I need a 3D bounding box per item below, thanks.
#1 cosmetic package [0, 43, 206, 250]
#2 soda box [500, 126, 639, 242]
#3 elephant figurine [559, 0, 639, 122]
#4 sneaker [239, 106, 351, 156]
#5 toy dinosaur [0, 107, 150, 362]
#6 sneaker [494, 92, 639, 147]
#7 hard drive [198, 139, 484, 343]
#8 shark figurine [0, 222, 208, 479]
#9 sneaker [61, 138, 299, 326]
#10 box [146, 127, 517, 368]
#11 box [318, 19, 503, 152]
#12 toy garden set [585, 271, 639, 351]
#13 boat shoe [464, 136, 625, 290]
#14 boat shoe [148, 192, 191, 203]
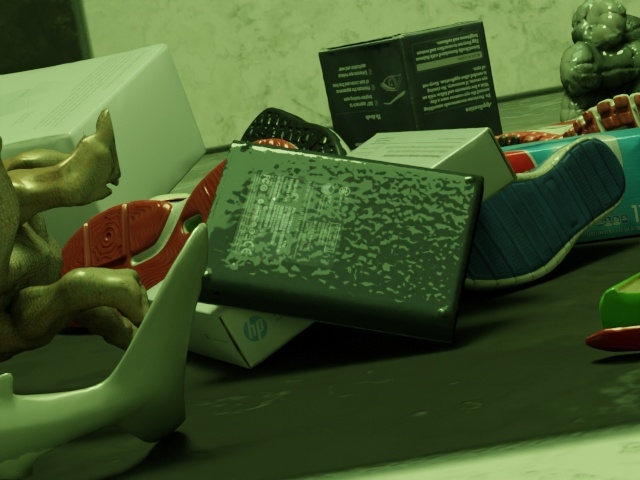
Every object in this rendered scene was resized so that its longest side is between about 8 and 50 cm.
[{"bbox_3d":[-0.274,-0.085,1.730,0.225,0.138,0.224,-8,25,27],"label":"cosmetic package"},{"bbox_3d":[0.132,-0.030,1.142,0.210,0.067,0.071,-9,6,20],"label":"soda box"},{"bbox_3d":[0.351,-0.140,1.546,0.239,0.186,0.169,3,-33,19],"label":"elephant figurine"},{"bbox_3d":[0.002,-0.058,1.531,0.084,0.097,0.234,-51,28,7],"label":"sneaker"},{"bbox_3d":[-0.190,0.021,0.830,0.200,0.127,0.296,-12,-2,-8],"label":"toy dinosaur"},{"bbox_3d":[0.215,-0.064,1.219,0.093,0.088,0.225,-14,7,-42],"label":"sneaker"},{"bbox_3d":[0.010,-0.002,0.854,0.135,0.094,0.022,9,-33,10],"label":"hard drive"},{"bbox_3d":[-0.188,0.058,0.677,0.278,0.116,0.166,-11,7,13],"label":"shark figurine"},{"bbox_3d":[-0.066,0.018,1.115,0.221,0.087,0.128,-21,-31,30],"label":"sneaker"},{"bbox_3d":[0.000,0.000,0.946,0.186,0.038,0.145,-36,15,-17],"label":"box"},{"bbox_3d":[0.085,-0.112,1.537,0.093,0.158,0.156,-14,8,-27],"label":"box"},{"bbox_3d":[0.233,0.008,0.718,0.244,0.049,0.204,-6,7,32],"label":"toy garden set"},{"bbox_3d":[0.115,-0.005,1.013,0.183,0.066,0.066,-24,-6,-44],"label":"boat shoe"},{"bbox_3d":[-0.101,-0.025,1.598,0.137,0.049,0.043,-8,48,-6],"label":"boat shoe"}]
